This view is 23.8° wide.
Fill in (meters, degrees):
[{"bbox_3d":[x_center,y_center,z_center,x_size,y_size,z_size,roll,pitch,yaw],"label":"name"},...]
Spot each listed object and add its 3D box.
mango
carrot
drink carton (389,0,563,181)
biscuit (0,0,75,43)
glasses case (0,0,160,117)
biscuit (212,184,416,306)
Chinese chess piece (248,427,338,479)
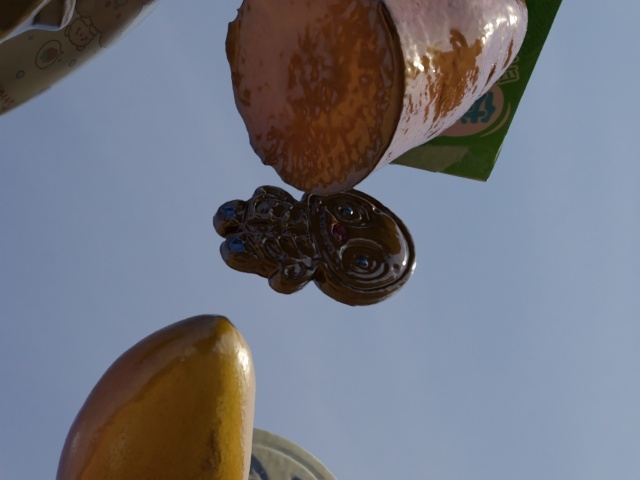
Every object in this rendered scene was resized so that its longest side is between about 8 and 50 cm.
[{"bbox_3d":[-0.119,0.157,1.146,0.145,0.112,0.219,21,-91,-25],"label":"mango"},{"bbox_3d":[0.059,-0.135,1.059,0.225,0.159,0.159,-22,-24,-47],"label":"carrot"},{"bbox_3d":[0.099,-0.192,1.234,0.161,0.108,0.271,11,-58,-14],"label":"drink carton"},{"bbox_3d":[-0.114,-0.253,0.711,0.268,0.115,0.366,-35,-21,-53],"label":"biscuit"},{"bbox_3d":[-0.195,-0.159,1.116,0.204,0.051,0.081,-39,-28,-18],"label":"glasses case"},{"bbox_3d":[0.000,0.000,1.248,0.175,0.124,0.026,3,-41,-25],"label":"biscuit"},{"bbox_3d":[-0.074,0.318,1.588,0.257,0.257,0.104,15,-47,-30],"label":"Chinese chess piece"}]
